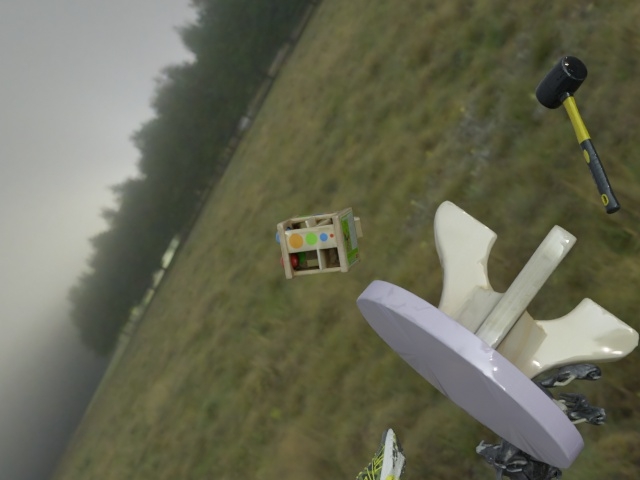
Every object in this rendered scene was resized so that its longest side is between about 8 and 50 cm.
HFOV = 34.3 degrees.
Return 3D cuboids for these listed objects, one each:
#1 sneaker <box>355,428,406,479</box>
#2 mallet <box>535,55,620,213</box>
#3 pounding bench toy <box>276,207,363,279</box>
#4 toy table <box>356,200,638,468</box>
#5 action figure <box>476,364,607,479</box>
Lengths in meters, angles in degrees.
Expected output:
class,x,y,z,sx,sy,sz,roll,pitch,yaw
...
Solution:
class,x,y,z,sx,sy,sz,roll,pitch,yaw
sneaker,0.043,0.179,0.797,0.035,0.031,0.083,-13,34,20
mallet,0.290,-0.112,1.167,0.062,0.039,0.189,137,125,-59
pounding bench toy,0.000,0.000,0.961,0.083,0.065,0.052,-34,-64,-71
toy table,0.193,0.092,1.105,0.161,0.274,0.252,-50,0,-16
action figure,0.288,0.264,1.449,0.141,0.164,0.276,-3,18,43
